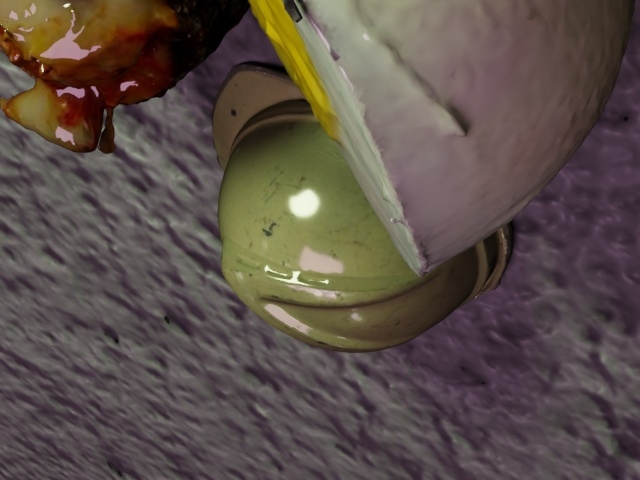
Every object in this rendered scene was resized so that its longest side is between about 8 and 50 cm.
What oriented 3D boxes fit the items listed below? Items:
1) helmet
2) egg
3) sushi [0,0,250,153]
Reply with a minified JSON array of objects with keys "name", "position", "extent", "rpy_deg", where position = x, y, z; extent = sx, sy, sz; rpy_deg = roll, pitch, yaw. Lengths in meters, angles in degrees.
[{"name":"helmet","position":[-0.005,0.001,0.936],"extent":[0.257,0.137,0.204],"rpy_deg":[23,141,19]},{"name":"egg","position":[0.055,-0.155,0.651],"extent":[0.201,0.337,0.337],"rpy_deg":[-27,118,3]},{"name":"sushi","position":[-0.176,-0.221,0.811],"extent":[0.196,0.182,0.343],"rpy_deg":[5,130,45]}]
